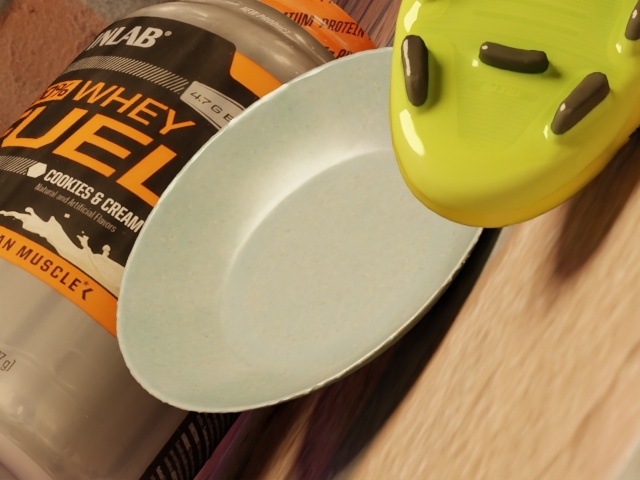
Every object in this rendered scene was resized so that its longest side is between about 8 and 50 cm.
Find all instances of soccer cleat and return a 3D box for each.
[{"bbox_3d":[0.093,-0.100,0.506,0.121,0.093,0.289,82,-159,-49],"label":"soccer cleat"}]

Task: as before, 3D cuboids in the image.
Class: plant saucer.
[{"bbox_3d":[0.000,0.000,0.593,0.195,0.037,0.195,-24,39,21],"label":"plant saucer"}]

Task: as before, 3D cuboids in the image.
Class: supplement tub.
[{"bbox_3d":[-0.097,0.006,0.748,0.316,0.193,0.193,-54,4,-30],"label":"supplement tub"}]
